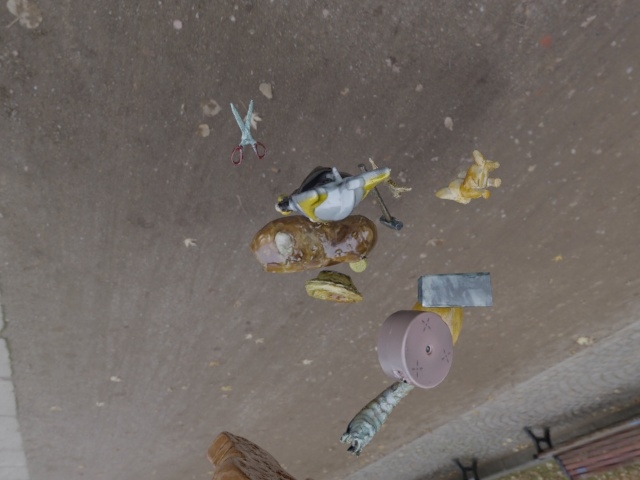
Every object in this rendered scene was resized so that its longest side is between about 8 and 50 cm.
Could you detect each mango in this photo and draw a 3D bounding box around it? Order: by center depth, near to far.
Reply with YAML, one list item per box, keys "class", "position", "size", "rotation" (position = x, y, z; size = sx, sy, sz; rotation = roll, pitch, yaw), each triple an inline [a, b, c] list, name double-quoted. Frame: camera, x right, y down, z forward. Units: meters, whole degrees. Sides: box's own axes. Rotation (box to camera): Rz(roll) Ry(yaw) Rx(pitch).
- class: "mango"
  position: [0.340, 0.240, 1.205]
  size: [0.157, 0.261, 0.109]
  rotation: [11, -177, 34]

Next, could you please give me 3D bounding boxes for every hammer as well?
- class: "hammer"
  position: [0.240, -0.177, 1.671]
  size: [0.043, 0.111, 0.365]
  rotation: [-45, 131, -10]

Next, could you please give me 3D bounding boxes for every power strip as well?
- class: "power strip"
  position: [0.191, 0.218, 0.812]
  size: [0.154, 0.154, 0.078]
  rotation: [20, 165, -32]

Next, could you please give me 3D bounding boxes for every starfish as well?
- class: "starfish"
  position: [0.294, -0.265, 1.737]
  size: [0.062, 0.277, 0.235]
  rotation: [-41, 117, 4]

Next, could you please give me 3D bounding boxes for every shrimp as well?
- class: "shrimp"
  position: [0.187, 0.443, 1.080]
  size: [0.287, 0.068, 0.185]
  rotation: [-42, 168, 11]

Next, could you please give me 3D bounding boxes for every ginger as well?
- class: "ginger"
  position: [0.000, 0.000, 1.228]
  size: [0.419, 0.176, 0.254]
  rotation: [0, 166, -31]

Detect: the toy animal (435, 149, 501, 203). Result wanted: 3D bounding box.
- class: "toy animal"
  position: [0.205, -0.086, 0.568]
  size: [0.060, 0.083, 0.081]
  rotation: [-46, 115, -17]

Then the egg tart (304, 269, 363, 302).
- class: "egg tart"
  position: [0.052, 0.179, 1.546]
  size: [0.241, 0.105, 0.241]
  rotation: [11, 162, 3]

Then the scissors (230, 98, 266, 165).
- class: "scissors"
  position: [-0.280, -0.404, 1.506]
  size: [0.145, 0.017, 0.247]
  rotation: [-19, 136, -20]

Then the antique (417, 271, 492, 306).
- class: "antique"
  position: [0.348, 0.132, 1.048]
  size: [0.183, 0.085, 0.088]
  rotation: [-4, 168, 20]

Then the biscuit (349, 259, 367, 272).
- class: "biscuit"
  position: [0.173, 0.106, 1.844]
  size: [0.084, 0.023, 0.083]
  rotation: [6, 112, 16]

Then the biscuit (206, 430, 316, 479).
- class: "biscuit"
  position: [-0.005, 0.242, 0.329]
  size: [0.202, 0.047, 0.334]
  rotation: [34, 157, -6]

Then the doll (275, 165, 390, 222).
- class: "doll"
  position: [-0.003, -0.085, 0.770]
  size: [0.146, 0.103, 0.316]
  rotation: [7, 179, -23]
